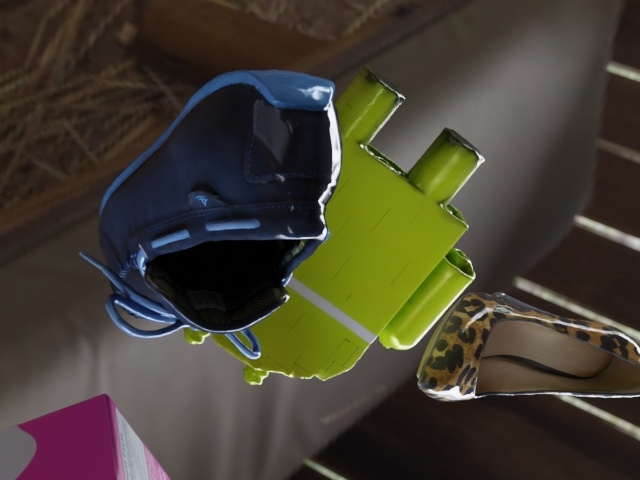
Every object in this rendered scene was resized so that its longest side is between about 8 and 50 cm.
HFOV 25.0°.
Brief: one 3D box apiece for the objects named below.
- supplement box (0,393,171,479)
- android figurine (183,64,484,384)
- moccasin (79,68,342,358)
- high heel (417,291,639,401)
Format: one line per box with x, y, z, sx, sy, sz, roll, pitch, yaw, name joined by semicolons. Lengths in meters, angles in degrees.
-0.166;0.231;1.107;0.111;0.114;0.220;-20;137;4;supplement box
0.000;0.000;1.165;0.273;0.248;0.056;-52;-164;14;android figurine
-0.080;0.007;0.933;0.342;0.138;0.116;125;-38;-66;moccasin
0.207;0.119;1.346;0.261;0.186;0.093;-24;133;-60;high heel
